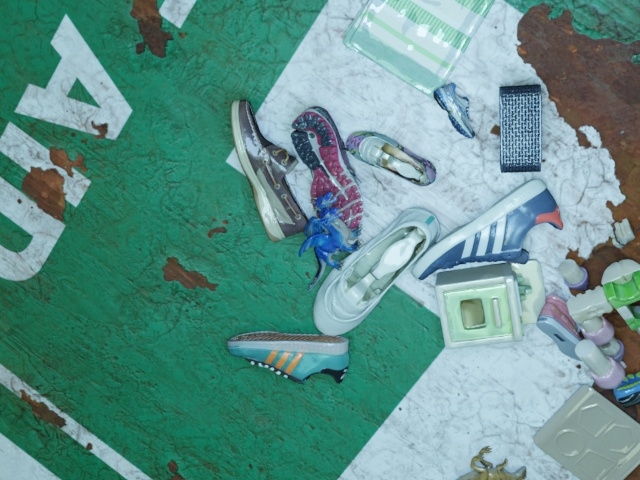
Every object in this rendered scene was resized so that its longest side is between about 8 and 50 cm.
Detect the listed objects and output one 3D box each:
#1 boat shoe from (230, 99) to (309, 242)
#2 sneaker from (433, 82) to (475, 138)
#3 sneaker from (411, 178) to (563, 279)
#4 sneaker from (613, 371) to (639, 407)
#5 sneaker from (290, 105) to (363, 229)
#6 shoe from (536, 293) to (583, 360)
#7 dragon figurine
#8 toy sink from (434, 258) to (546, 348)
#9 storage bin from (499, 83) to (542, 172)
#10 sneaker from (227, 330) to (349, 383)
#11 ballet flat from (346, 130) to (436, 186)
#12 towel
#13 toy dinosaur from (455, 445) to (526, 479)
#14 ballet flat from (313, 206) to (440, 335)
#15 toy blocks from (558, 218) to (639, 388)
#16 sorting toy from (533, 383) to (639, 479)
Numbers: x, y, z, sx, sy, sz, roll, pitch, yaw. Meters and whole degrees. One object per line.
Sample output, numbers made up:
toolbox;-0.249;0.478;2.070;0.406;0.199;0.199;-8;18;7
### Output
boat shoe;-0.109;-0.169;1.698;0.123;0.123;0.341;-17;101;7
sneaker;0.307;-0.286;1.612;0.058;0.052;0.135;-37;104;-1
sneaker;0.370;0.015;1.619;0.350;0.131;0.148;-35;88;16
sneaker;0.754;0.325;1.644;0.188;0.067;0.078;-20;118;14
sneaker;0.031;-0.162;1.675;0.121;0.112;0.299;-9;112;20
shoe;0.556;0.196;1.652;0.178;0.081;0.063;40;152;-24
dragon figurine;0.000;0.000;1.676;0.144;0.085;0.289;23;140;-17
toy sink;0.385;0.142;1.642;0.234;0.131;0.152;-8;100;13
storage bin;0.422;-0.237;1.559;0.084;0.122;0.180;-2;101;13
sneaker;-0.082;0.290;1.787;0.302;0.108;0.121;2;98;10
ballet flat;0.157;-0.184;1.651;0.222;0.079;0.076;27;107;6
towel;0.228;-0.508;1.590;0.248;0.038;0.324;32;106;3
toy dinosaur;0.386;0.561;1.766;0.212;0.064;0.112;-11;100;15
ballet flat;0.112;0.080;1.690;0.139;0.139;0.400;44;107;1
toy blocks;0.694;0.151;1.561;0.289;0.308;0.260;-29;127;28
sorting toy;0.635;0.461;1.708;0.208;0.038;0.193;39;107;7
